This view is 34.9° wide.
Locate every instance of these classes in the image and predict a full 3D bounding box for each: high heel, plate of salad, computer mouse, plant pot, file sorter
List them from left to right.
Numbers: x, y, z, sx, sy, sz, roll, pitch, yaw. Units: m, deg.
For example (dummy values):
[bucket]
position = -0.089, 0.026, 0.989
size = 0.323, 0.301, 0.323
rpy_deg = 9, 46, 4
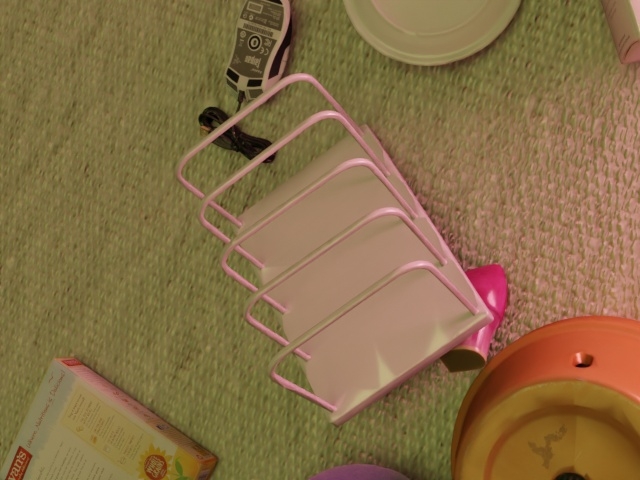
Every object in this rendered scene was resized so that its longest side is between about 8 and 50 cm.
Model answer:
[computer mouse]
position = -0.073, -0.193, 1.175
size = 0.106, 0.042, 0.193
rpy_deg = 25, 102, 27
[file sorter]
position = 0.000, 0.000, 1.010
size = 0.192, 0.173, 0.278
rpy_deg = -36, 55, 9
[high heel]
position = 0.081, 0.083, 1.090
size = 0.244, 0.082, 0.117
rpy_deg = -12, 42, 38
[plate of salad]
position = 0.121, -0.283, 1.095
size = 0.199, 0.048, 0.200
rpy_deg = -2, 83, 12
[plant pot]
position = 0.243, 0.217, 0.928
size = 0.290, 0.203, 0.291
rpy_deg = -1, 87, 23

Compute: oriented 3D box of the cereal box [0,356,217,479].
[cereal box]
position = -0.259, 0.272, 1.217
size = 0.240, 0.047, 0.173
rpy_deg = 31, 99, 22

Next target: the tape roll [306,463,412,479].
[tape roll]
position = 0.040, 0.328, 1.024
size = 0.188, 0.080, 0.189
rpy_deg = -6, 54, 8

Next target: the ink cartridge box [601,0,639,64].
[ink cartridge box]
position = 0.335, -0.297, 0.964
size = 0.158, 0.092, 0.218
rpy_deg = -15, 82, 4
